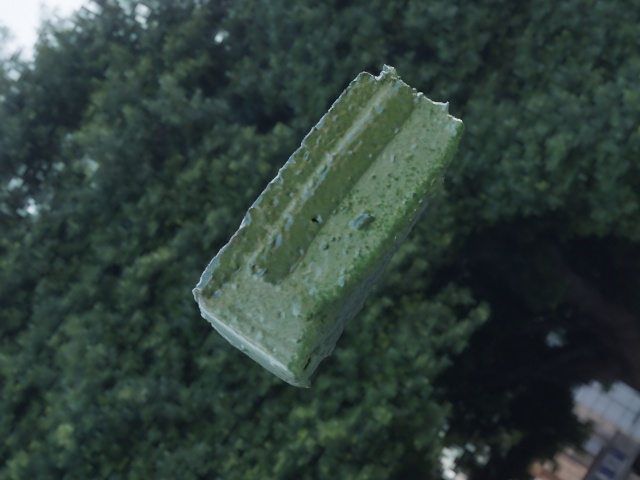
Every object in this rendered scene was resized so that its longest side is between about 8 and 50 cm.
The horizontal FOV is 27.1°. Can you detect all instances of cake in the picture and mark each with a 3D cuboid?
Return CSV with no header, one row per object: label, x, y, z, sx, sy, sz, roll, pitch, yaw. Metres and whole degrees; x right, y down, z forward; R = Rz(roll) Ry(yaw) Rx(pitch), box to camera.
cake,0.008,-0.015,0.938,0.235,0.100,0.099,-57,-10,2
